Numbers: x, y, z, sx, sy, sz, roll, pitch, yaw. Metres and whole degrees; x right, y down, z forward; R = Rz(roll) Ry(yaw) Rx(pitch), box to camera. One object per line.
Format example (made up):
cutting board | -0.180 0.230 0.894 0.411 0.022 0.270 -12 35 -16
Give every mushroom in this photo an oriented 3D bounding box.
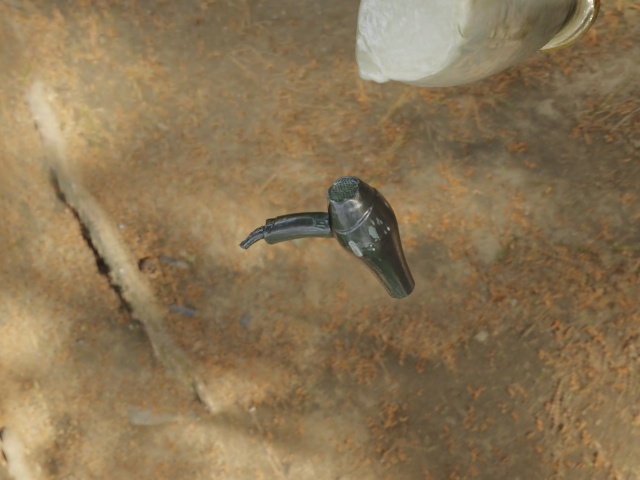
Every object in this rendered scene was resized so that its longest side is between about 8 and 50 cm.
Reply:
mushroom | 0.160 -0.229 0.929 0.137 0.407 0.154 18 109 30

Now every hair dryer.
hair dryer | 0.000 0.000 1.396 0.271 0.091 0.235 1 142 31
